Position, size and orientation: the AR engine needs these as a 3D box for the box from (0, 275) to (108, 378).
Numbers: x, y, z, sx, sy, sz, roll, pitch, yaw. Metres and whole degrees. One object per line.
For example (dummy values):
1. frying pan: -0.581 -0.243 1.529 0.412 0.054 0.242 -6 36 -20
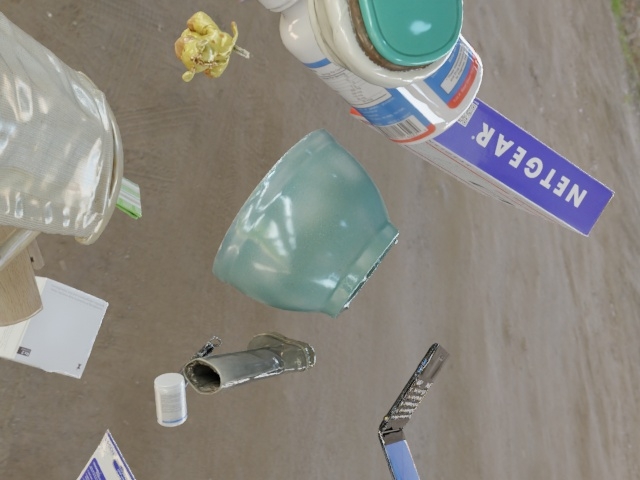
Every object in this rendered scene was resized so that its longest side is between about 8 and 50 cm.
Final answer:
1. box: -0.595 0.187 1.405 0.181 0.119 0.181 39 62 -52

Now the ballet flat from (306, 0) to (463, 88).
1. ballet flat: 0.018 -0.305 0.436 0.139 0.139 0.400 -22 110 -54

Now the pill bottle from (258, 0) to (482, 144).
1. pill bottle: 0.041 -0.197 0.599 0.221 0.124 0.124 35 50 -34

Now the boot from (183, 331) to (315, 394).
1. boot: -0.137 0.211 1.096 0.209 0.190 0.076 -12 91 -41

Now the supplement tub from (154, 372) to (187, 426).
1. supplement tub: -0.351 0.374 1.510 0.071 0.071 0.107 -22 117 -54

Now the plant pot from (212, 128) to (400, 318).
1. plant pot: 0.000 0.000 1.015 0.196 0.293 0.293 37 38 8

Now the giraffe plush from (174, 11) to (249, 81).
1. giraffe plush: -0.332 -0.523 1.791 0.170 0.210 0.181 -46 144 -49

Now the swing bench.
1. swing bench: -0.298 -0.046 0.494 0.165 0.255 0.253 64 1 5

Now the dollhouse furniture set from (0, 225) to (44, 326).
1. dollhouse furniture set: -0.509 0.064 0.747 0.286 0.303 0.198 -23 120 -36

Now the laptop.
1. laptop: 0.190 0.328 1.095 0.264 0.137 0.234 -56 159 -3

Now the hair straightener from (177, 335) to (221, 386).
1. hair straightener: -0.322 0.324 1.709 0.047 0.089 0.230 44 36 1

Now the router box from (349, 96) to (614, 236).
1. router box: 0.249 -0.146 1.049 0.335 0.301 0.082 26 97 -24

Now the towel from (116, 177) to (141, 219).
1. towel: -0.439 -0.105 1.382 0.113 0.023 0.152 31 16 -29

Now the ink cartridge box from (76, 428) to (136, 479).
1. ink cartridge box: -0.418 0.528 1.217 0.065 0.332 0.165 10 31 -51
